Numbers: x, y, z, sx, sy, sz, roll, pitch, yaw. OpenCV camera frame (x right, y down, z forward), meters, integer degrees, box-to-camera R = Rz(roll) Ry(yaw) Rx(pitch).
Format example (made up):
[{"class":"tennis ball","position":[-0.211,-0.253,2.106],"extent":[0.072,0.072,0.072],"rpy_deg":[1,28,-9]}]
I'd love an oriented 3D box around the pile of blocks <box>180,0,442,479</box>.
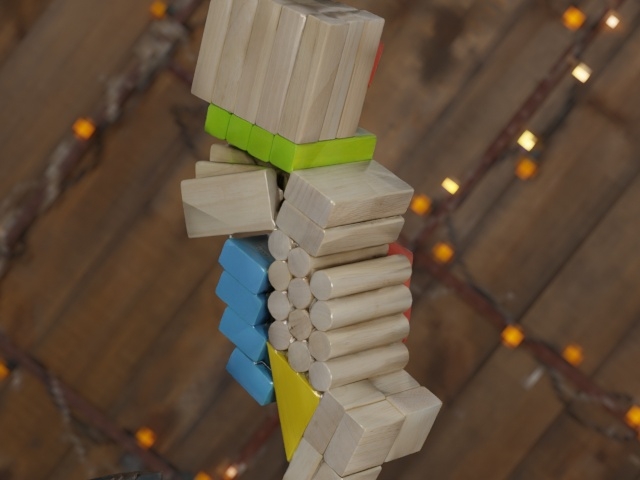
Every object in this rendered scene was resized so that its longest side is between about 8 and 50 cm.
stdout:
[{"class":"pile of blocks","position":[0.000,0.000,1.185],"extent":[0.149,0.362,0.113],"rpy_deg":[-1,6,42]}]

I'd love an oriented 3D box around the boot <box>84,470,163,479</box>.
[{"class":"boot","position":[-0.227,0.322,1.485],"extent":[0.094,0.246,0.207],"rpy_deg":[166,-93,-71]}]
